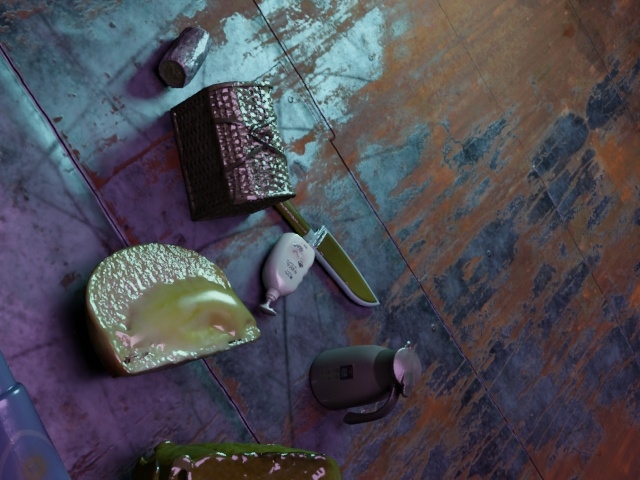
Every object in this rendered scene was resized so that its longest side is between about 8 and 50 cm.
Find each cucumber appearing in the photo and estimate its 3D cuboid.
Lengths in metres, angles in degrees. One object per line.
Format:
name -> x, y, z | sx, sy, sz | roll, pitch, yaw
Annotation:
cucumber -> -0.218, -0.303, 1.614 | 0.064, 0.064, 0.112 | 46, 48, -22

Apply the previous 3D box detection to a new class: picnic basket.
picnic basket -> -0.133, -0.144, 1.579 | 0.134, 0.154, 0.196 | -6, 81, -43

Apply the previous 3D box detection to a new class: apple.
apple -> -0.240, 0.102, 1.440 | 0.265, 0.120, 0.193 | -12, 72, -46

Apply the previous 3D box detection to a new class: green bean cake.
green bean cake -> -0.138, 0.426, 1.393 | 0.310, 0.202, 0.284 | 14, 80, -37

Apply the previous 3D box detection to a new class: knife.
knife -> 0.001, -0.001, 1.742 | 0.343, 0.027, 0.061 | 51, 46, -18

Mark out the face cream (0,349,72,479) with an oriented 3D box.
face cream -> -0.387, 0.294, 1.275 | 0.136, 0.086, 0.385 | -30, 102, -43

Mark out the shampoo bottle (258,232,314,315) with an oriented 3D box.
shampoo bottle -> -0.067, 0.061, 1.652 | 0.077, 0.045, 0.152 | 46, 53, -22

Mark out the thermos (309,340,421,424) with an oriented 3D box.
thermos -> 0.080, 0.237, 1.629 | 0.105, 0.193, 0.137 | 34, 58, -31
